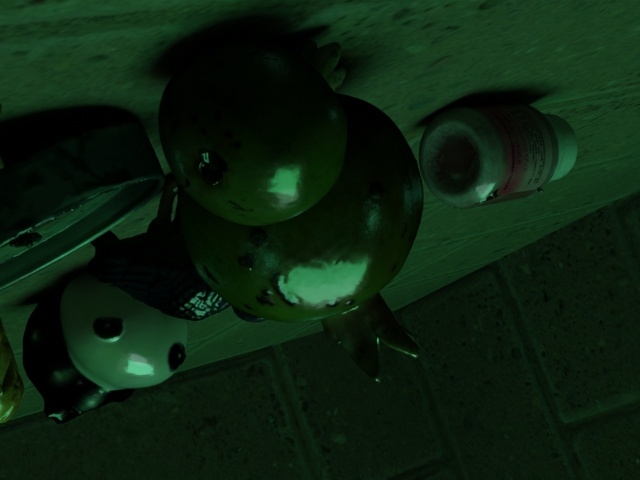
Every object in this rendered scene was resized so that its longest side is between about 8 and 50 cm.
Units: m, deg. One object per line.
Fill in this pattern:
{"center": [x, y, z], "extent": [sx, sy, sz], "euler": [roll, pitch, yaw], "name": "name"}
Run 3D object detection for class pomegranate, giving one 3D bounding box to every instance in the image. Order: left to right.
{"center": [-0.044, -0.106, 1.306], "extent": [0.210, 0.179, 0.179], "euler": [-15, 170, -32], "name": "pomegranate"}
{"center": [-0.024, -0.005, 1.524], "extent": [0.290, 0.323, 0.291], "euler": [-4, -156, 2], "name": "pomegranate"}

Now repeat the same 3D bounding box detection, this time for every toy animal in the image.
{"center": [-0.328, 0.144, 2.133], "extent": [0.266, 0.212, 0.212], "euler": [-31, 167, 36], "name": "toy animal"}
{"center": [-0.168, 0.012, 1.719], "extent": [0.298, 0.185, 0.122], "euler": [-3, 180, 14], "name": "toy animal"}

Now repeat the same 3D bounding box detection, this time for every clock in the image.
{"center": [-0.308, -0.014, 1.419], "extent": [0.325, 0.067, 0.325], "euler": [-30, 178, -1], "name": "clock"}

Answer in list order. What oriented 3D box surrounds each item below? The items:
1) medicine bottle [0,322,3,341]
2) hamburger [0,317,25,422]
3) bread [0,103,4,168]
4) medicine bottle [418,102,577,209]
{"center": [-0.485, 0.082, 1.544], "extent": [0.222, 0.149, 0.112], "euler": [-9, 164, -47], "name": "medicine bottle"}
{"center": [-0.497, 0.170, 1.873], "extent": [0.162, 0.209, 0.330], "euler": [-18, 169, -14], "name": "hamburger"}
{"center": [-0.370, -0.052, 0.914], "extent": [0.314, 0.191, 0.370], "euler": [-27, -178, 11], "name": "bread"}
{"center": [0.258, -0.124, 1.956], "extent": [0.147, 0.147, 0.247], "euler": [-28, 169, 40], "name": "medicine bottle"}
